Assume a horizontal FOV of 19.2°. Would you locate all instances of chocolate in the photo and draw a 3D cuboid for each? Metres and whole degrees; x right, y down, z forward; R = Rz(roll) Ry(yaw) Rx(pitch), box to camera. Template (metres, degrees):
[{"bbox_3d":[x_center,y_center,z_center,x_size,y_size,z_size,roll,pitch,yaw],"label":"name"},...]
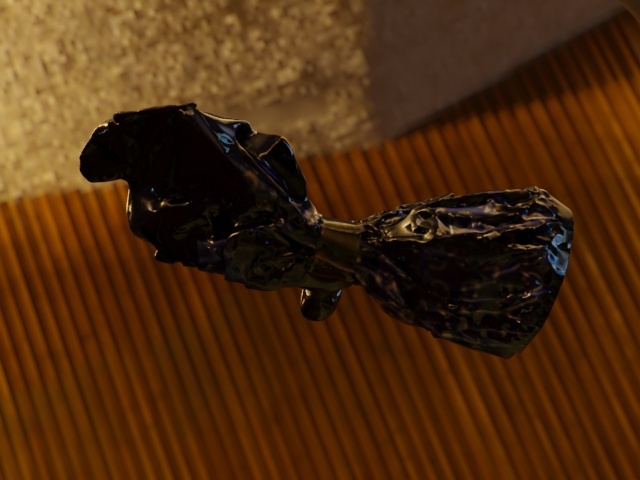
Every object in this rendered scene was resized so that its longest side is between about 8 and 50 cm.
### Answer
[{"bbox_3d":[-0.004,-0.003,1.322,0.343,0.126,0.148,14,-50,-7],"label":"chocolate"}]

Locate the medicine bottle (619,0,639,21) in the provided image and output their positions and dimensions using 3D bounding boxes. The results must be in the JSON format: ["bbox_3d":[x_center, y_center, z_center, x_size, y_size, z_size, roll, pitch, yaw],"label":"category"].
[{"bbox_3d":[0.207,-0.222,1.185,0.130,0.130,0.341,-34,-49,23],"label":"medicine bottle"}]
